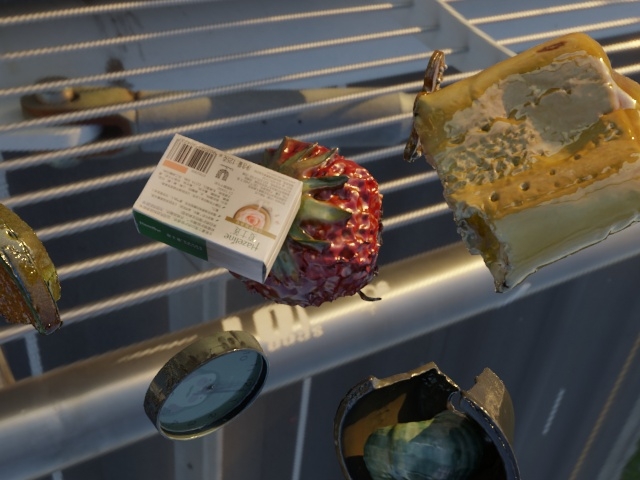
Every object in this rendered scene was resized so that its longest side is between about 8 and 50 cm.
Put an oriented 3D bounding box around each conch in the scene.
[{"bbox_3d":[0.188,0.432,1.497,0.277,0.195,0.220,-54,137,-11],"label":"conch"}]

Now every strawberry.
[{"bbox_3d":[0.001,0.002,1.273,0.292,0.292,0.343,-46,142,4],"label":"strawberry"}]

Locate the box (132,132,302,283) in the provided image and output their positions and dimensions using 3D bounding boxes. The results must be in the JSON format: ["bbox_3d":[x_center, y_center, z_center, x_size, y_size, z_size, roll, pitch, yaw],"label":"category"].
[{"bbox_3d":[-0.139,-0.045,1.057,0.081,0.199,0.135,96,17,-64],"label":"box"}]

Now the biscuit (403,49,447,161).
[{"bbox_3d":[0.199,-0.247,1.419,0.138,0.031,0.205,-34,138,-62],"label":"biscuit"}]

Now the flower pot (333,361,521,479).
[{"bbox_3d":[0.244,0.393,1.537,0.251,0.379,0.379,-32,147,-56],"label":"flower pot"}]

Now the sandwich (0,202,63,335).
[{"bbox_3d":[-0.498,0.051,1.256,0.079,0.235,0.159,-41,176,-47],"label":"sandwich"}]

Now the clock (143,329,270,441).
[{"bbox_3d":[-0.265,0.352,1.846,0.318,0.066,0.319,-28,143,-23],"label":"clock"}]

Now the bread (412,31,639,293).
[{"bbox_3d":[0.387,-0.131,1.296,0.394,0.361,0.250,-24,159,3],"label":"bread"}]
